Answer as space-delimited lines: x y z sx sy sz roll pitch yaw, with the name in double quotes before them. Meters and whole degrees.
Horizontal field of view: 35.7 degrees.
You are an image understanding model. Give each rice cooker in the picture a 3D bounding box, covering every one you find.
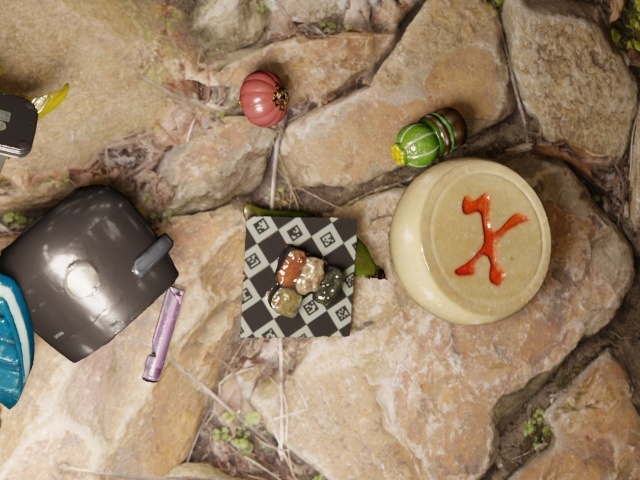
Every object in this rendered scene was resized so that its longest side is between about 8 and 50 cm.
"rice cooker" -0.379 0.046 1.611 0.267 0.267 0.224 -43 98 -22

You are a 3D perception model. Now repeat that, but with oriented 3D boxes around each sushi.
"sushi" -0.032 0.074 1.836 0.219 0.047 0.231 1 99 -19

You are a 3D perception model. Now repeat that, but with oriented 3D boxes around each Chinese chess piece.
"Chinese chess piece" 0.299 0.002 1.989 0.338 0.140 0.338 3 83 -25

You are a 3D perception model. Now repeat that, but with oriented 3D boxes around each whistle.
"whistle" -0.279 0.166 1.764 0.033 0.033 0.176 20 76 -22

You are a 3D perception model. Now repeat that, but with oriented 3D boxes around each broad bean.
"broad bean" 0.000 0.000 1.894 0.339 0.061 0.077 25 86 -20

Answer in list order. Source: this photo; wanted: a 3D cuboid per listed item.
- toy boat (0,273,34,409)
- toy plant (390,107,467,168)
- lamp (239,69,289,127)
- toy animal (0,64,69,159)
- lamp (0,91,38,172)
"toy boat" -0.498 0.164 1.560 0.096 0.299 0.062 14 46 6
"toy plant" 0.214 -0.202 2.001 0.162 0.093 0.093 -29 97 -22
"lamp" -0.106 -0.265 1.857 0.107 0.092 0.107 15 73 -62
"toy animal" -0.532 -0.216 1.663 0.219 0.155 0.095 -17 54 -26
"lamp" -0.585 -0.115 1.584 0.203 0.283 0.124 15 36 -25
